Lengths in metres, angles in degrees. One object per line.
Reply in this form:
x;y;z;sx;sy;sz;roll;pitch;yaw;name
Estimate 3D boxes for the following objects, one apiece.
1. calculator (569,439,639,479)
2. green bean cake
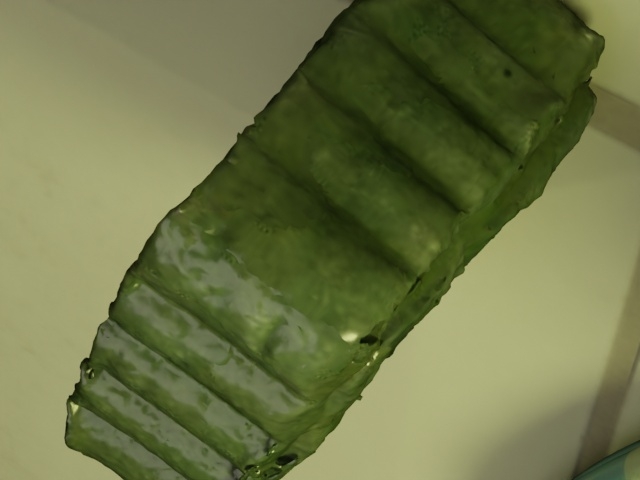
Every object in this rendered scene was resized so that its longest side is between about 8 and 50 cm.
0.177;0.164;0.673;0.188;0.042;0.302;43;146;1;calculator
0.000;0.000;0.560;0.094;0.185;0.183;41;145;2;green bean cake
